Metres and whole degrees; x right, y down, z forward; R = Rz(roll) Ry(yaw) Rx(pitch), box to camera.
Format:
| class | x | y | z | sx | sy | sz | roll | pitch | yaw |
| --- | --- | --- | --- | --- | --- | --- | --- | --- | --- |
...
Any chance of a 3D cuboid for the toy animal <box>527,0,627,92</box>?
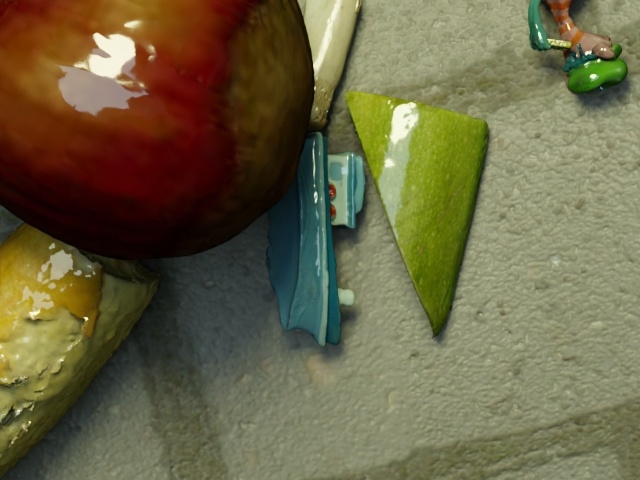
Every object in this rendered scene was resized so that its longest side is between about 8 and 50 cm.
| class | x | y | z | sx | sy | sz | roll | pitch | yaw |
| --- | --- | --- | --- | --- | --- | --- | --- | --- | --- |
| toy animal | 0.263 | -0.260 | 1.438 | 0.103 | 0.100 | 0.208 | -20 | 100 | -30 |

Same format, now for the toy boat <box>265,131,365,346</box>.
| class | x | y | z | sx | sy | sz | roll | pitch | yaw |
| --- | --- | --- | --- | --- | --- | --- | --- | --- | --- |
| toy boat | 0.000 | 0.000 | 1.482 | 0.098 | 0.109 | 0.238 | 0 | 89 | -25 |

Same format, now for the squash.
| class | x | y | z | sx | sy | sz | roll | pitch | yaw |
| --- | --- | --- | --- | --- | --- | --- | --- | --- | --- |
| squash | 0.081 | -0.028 | 1.465 | 0.169 | 0.093 | 0.252 | 13 | 91 | 7 |

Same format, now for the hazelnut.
| class | x | y | z | sx | sy | sz | roll | pitch | yaw |
| --- | --- | --- | --- | --- | --- | --- | --- | --- | --- |
| hazelnut | -0.198 | -0.168 | 1.318 | 0.421 | 0.421 | 0.353 | 42 | 129 | 7 |

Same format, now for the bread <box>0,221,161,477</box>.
| class | x | y | z | sx | sy | sz | roll | pitch | yaw |
| --- | --- | --- | --- | --- | --- | --- | --- | --- | --- |
| bread | -0.350 | 0.139 | 1.457 | 0.165 | 0.236 | 0.375 | 43 | 95 | 5 |

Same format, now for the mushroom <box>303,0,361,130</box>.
| class | x | y | z | sx | sy | sz | roll | pitch | yaw |
| --- | --- | --- | --- | --- | --- | --- | --- | --- | --- |
| mushroom | -0.003 | -0.229 | 1.497 | 0.084 | 0.071 | 0.209 | 17 | 89 | 40 |
